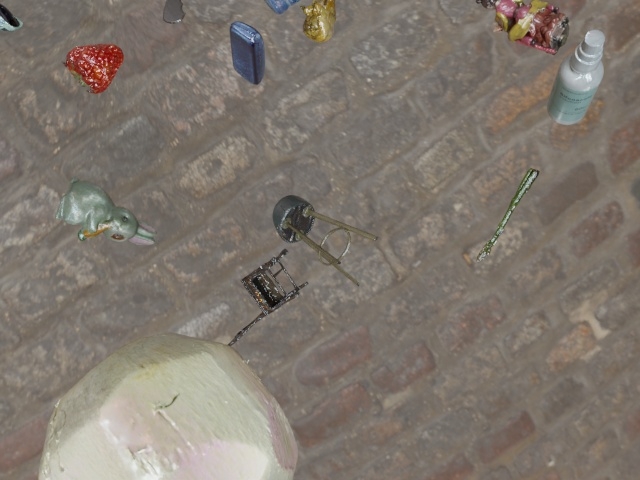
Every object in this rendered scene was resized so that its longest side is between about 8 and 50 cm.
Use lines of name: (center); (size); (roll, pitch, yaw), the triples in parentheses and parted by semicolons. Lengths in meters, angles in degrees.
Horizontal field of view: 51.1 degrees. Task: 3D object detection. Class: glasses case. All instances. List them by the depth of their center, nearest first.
glasses case: (-0.069, -0.183, 0.645); (0.033, 0.083, 0.023); (40, 75, 7)

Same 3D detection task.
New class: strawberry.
strawberry: (-0.325, -0.258, 0.971); (0.083, 0.073, 0.073); (-49, 118, -14)

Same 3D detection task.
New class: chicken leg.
chicken leg: (0.006, -0.617, 1.748); (0.101, 0.085, 0.207); (28, 71, -41)

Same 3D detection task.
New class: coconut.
coconut: (-0.135, 0.221, 0.634); (0.227, 0.230, 0.227); (-33, 156, -17)

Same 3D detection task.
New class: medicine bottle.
medicine bottle: (0.665, -0.422, 1.722); (0.110, 0.110, 0.352); (-35, 161, -2)

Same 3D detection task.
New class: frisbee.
frisbee: (-0.345, -0.592, 1.540); (0.211, 0.187, 0.012); (-58, 162, -22)

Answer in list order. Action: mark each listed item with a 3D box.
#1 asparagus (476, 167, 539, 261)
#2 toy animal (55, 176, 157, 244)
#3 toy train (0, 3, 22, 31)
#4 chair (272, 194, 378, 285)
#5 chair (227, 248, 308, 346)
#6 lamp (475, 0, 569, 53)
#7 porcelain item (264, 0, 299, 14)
asparagus: (0.396, -0.052, 1.421); (0.023, 0.022, 0.233); (32, 88, -25)
toy animal: (-0.524, -0.053, 1.670); (0.251, 0.125, 0.127); (21, 118, -20)
toy train: (-0.633, -0.445, 1.196); (0.207, 0.043, 0.047); (38, 119, -20)
chair: (0.000, -0.001, 1.303); (0.104, 0.221, 0.095); (-28, 137, -31)
chair: (-0.149, 0.135, 1.534); (0.229, 0.106, 0.113); (-35, 91, 16)
lamp: (0.518, -0.569, 1.737); (0.118, 0.253, 0.118); (-34, 140, -34)
porcelain item: (-0.105, -0.635, 1.620); (0.114, 0.147, 0.147); (-34, 118, 10)
